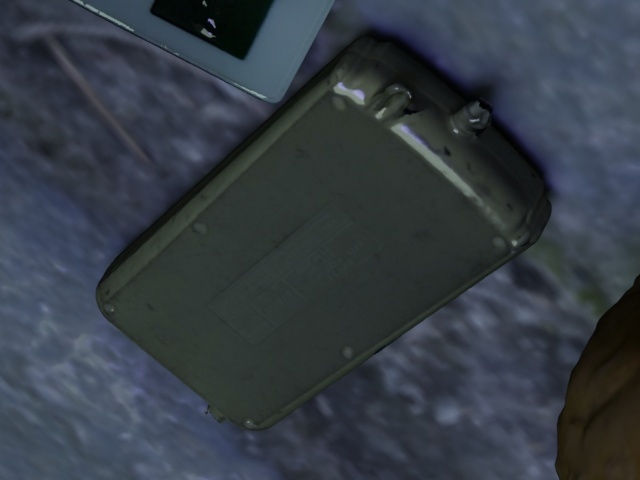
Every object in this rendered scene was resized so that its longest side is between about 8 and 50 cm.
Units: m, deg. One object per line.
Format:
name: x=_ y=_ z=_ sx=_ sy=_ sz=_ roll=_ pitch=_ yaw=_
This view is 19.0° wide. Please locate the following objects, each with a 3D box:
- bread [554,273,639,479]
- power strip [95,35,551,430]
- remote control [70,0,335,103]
bread: x=0.186 y=0.081 z=0.438 sx=0.246 sy=0.176 sz=0.195 roll=-17 pitch=120 yaw=37
power strip: x=0.000 y=0.000 z=0.568 sx=0.076 sy=0.028 sz=0.169 roll=42 pitch=136 yaw=-10
remote control: x=-0.071 y=-0.102 z=0.518 sx=0.166 sy=0.029 sz=0.065 roll=28 pitch=134 yaw=-3
